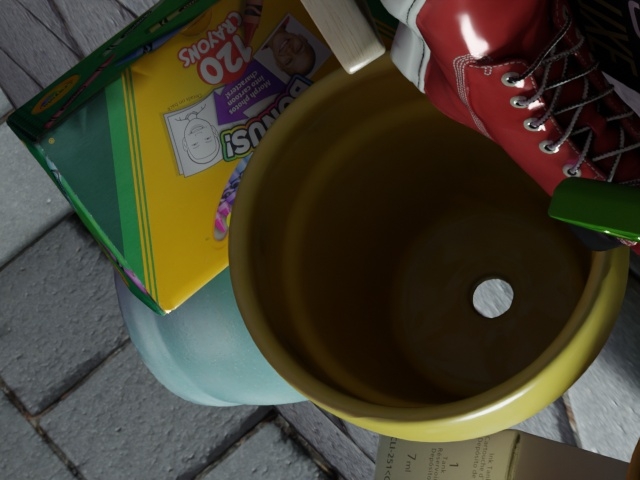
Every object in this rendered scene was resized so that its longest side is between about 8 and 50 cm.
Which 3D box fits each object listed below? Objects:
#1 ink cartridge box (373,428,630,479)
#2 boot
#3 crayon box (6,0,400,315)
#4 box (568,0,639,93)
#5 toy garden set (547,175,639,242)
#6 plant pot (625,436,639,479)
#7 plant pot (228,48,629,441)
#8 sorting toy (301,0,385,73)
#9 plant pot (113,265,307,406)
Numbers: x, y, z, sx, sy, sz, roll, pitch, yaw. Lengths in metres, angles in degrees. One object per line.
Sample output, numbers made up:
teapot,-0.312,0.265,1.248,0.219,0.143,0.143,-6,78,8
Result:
ink cartridge box,0.230,0.197,1.332,0.296,0.066,0.261,19,165,-41
boot,0.114,-0.075,0.841,0.176,0.088,0.244,46,176,12
crayon box,-0.062,-0.100,1.299,0.165,0.278,0.081,56,167,-27
box,0.130,-0.193,0.805,0.242,0.076,0.307,39,164,41
toy garden set,0.256,0.008,0.782,0.244,0.049,0.204,16,180,-25
plant pot,0.301,0.179,1.080,0.205,0.205,0.188,43,-179,30
plant pot,0.094,0.020,1.250,0.254,0.254,0.239,45,-177,22
sorting toy,-0.026,-0.256,0.982,0.257,0.089,0.255,56,-171,-26
plant pot,0.000,0.000,1.475,0.196,0.293,0.293,5,140,35
